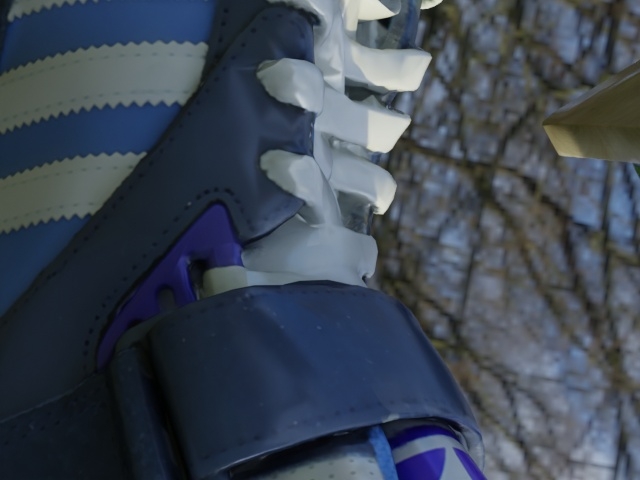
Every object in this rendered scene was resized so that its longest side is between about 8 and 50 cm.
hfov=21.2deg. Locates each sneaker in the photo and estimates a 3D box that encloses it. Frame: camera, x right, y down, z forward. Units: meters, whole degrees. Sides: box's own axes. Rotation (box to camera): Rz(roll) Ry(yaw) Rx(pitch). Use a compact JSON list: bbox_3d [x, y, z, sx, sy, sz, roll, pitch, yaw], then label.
[{"bbox_3d":[0.000,0.000,0.418,0.323,0.236,0.130,-53,151,-3],"label":"sneaker"}]

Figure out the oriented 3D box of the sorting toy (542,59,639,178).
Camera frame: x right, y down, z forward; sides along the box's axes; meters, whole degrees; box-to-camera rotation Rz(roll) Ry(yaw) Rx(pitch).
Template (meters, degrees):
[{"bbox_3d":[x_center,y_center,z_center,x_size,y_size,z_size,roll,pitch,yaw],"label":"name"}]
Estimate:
[{"bbox_3d":[0.289,-0.088,0.927,0.089,0.257,0.255,61,-10,-12],"label":"sorting toy"}]
